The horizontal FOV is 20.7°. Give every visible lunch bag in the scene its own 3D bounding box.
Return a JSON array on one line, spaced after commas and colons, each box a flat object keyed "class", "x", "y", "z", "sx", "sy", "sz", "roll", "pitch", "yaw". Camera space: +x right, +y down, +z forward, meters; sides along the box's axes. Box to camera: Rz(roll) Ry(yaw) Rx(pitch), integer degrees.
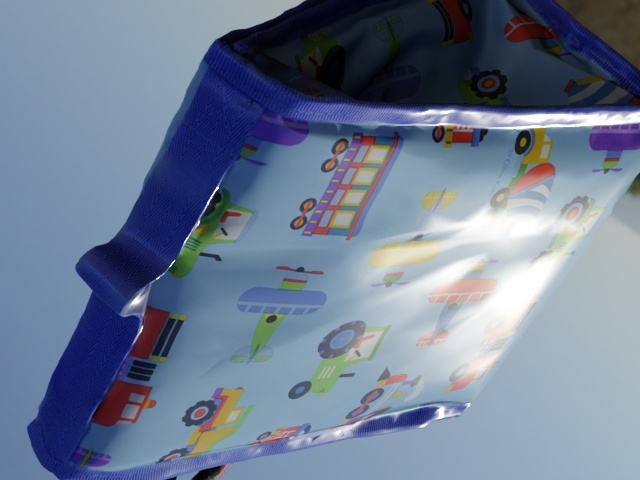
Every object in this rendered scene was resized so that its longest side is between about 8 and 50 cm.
[{"class": "lunch bag", "x": 0.000, "y": 0.000, "z": 0.804, "sx": 0.138, "sy": 0.221, "sz": 0.293, "roll": 44, "pitch": -148, "yaw": 21}]

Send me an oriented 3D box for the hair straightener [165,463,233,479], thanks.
[{"class": "hair straightener", "x": -0.106, "y": 0.134, "z": 1.095, "sx": 0.089, "sy": 0.047, "sz": 0.230, "roll": 40, "pitch": -163, "yaw": 2}]
